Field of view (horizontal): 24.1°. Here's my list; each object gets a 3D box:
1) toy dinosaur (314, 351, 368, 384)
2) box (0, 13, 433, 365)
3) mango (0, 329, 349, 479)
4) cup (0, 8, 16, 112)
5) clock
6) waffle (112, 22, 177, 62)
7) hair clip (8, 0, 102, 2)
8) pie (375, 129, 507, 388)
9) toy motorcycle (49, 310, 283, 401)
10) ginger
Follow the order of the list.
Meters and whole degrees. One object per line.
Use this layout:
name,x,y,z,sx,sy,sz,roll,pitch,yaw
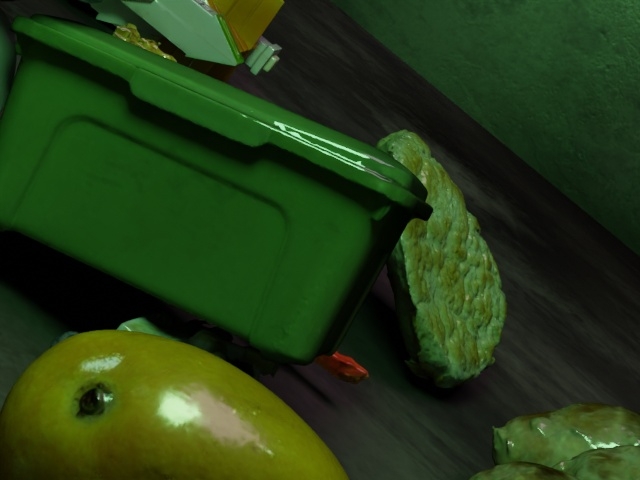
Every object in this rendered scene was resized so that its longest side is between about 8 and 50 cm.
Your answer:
toy dinosaur,-0.052,0.016,1.361,0.288,0.117,0.070,44,18,13
box,-0.092,-0.033,1.165,0.329,0.178,0.253,23,0,9
mango,-0.069,0.149,0.881,0.254,0.139,0.175,33,-25,-20
cup,-0.329,-0.161,1.084,0.226,0.241,0.185,28,52,-51
clock,-0.184,-0.325,1.913,0.309,0.166,0.235,40,17,2
waffle,-0.216,-0.201,1.725,0.160,0.046,0.192,45,18,16
hair clip,-0.245,-0.293,1.122,0.310,0.194,0.206,26,-2,4
pie,0.114,0.020,1.560,0.257,0.105,0.274,-45,120,-71
toy motorcycle,-0.093,0.117,1.081,0.152,0.073,0.225,46,18,19
ginger,0.251,0.237,1.313,0.256,0.176,0.375,24,15,8
